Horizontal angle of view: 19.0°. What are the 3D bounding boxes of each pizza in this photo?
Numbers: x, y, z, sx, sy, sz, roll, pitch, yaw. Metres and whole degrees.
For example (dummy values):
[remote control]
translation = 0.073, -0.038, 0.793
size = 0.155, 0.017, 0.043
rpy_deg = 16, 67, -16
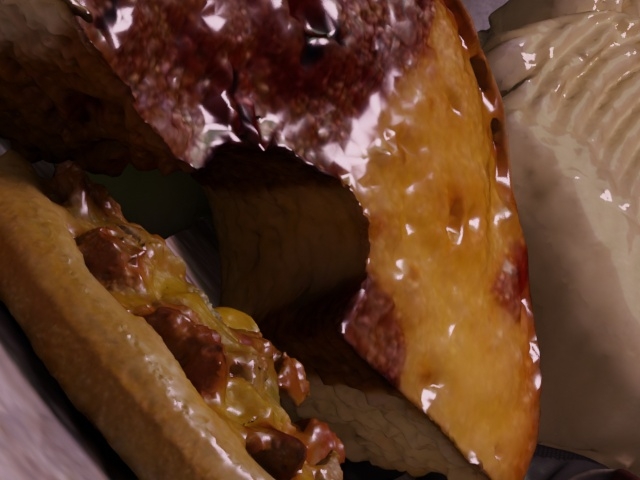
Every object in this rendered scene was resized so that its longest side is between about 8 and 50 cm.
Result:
[pizza]
translation = -0.046, 0.035, 0.597
size = 0.175, 0.046, 0.134
rpy_deg = 48, 6, 12

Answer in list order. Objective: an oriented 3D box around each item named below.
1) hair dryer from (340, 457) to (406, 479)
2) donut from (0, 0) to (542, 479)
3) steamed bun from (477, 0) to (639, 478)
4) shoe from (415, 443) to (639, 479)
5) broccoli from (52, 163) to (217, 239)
[hair dryer]
translation = -0.013, -0.001, 0.847
size = 0.135, 0.090, 0.278
rpy_deg = 10, 36, -19
[donut]
translation = -0.027, -0.044, 0.675
size = 0.295, 0.112, 0.151
rpy_deg = 49, 46, -35
[steamed bun]
translation = 0.149, 0.011, 0.977
size = 0.276, 0.203, 0.289
rpy_deg = 11, 54, -27
[shoe]
translation = 0.143, 0.134, 0.722
size = 0.227, 0.099, 0.112
rpy_deg = 33, -32, 6
[broccoli]
translation = -0.136, -0.164, 0.816
size = 0.254, 0.186, 0.302
rpy_deg = -63, 142, -65
